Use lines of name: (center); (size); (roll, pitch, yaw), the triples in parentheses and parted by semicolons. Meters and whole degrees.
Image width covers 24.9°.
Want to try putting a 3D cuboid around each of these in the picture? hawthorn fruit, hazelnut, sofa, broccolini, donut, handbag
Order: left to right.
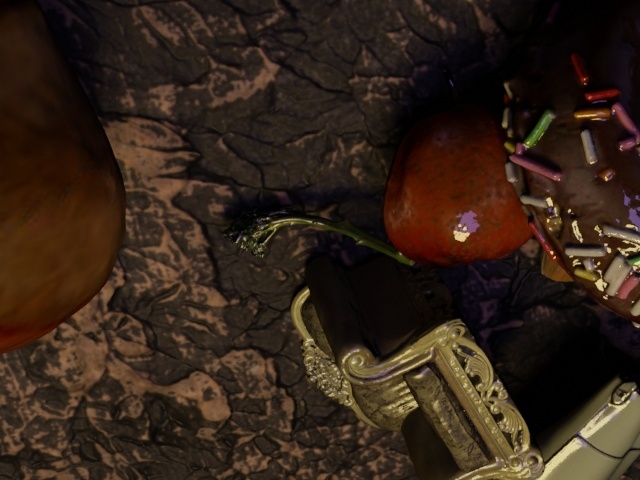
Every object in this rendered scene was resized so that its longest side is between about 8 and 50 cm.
hazelnut: (-0.345, -0.057, 1.220); (0.366, 0.366, 0.366); (-4, 118, -8)
broccolini: (0.000, -0.007, 1.427); (0.194, 0.054, 0.052); (4, 76, 13)
sofa: (0.083, 0.148, 1.463); (0.182, 0.200, 0.258); (-30, 120, 4)
hawthorn fruit: (0.135, -0.070, 1.388); (0.157, 0.157, 0.194); (-1, 81, -10)
handbag: (0.296, 0.195, 1.543); (0.109, 0.241, 0.315); (45, 106, 19)
donut: (0.304, -0.063, 1.328); (0.345, 0.259, 0.136); (51, 139, -7)

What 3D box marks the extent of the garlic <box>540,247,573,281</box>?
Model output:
garlic: (0.314, -0.029, 1.480); (0.195, 0.087, 0.101); (-18, 133, -5)
